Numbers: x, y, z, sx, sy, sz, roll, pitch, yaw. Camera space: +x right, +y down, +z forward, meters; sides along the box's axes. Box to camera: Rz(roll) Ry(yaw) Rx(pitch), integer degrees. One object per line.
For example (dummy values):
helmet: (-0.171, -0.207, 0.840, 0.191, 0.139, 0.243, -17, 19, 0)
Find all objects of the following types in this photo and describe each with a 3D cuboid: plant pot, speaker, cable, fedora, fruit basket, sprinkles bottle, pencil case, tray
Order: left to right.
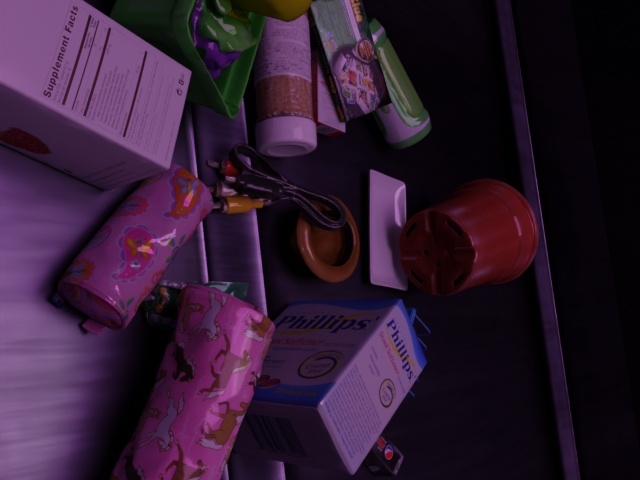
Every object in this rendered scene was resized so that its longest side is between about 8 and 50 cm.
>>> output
pencil case: (-0.281, 0.008, 1.075, 0.124, 0.124, 0.284, 51, 49, -28)
pencil case: (-0.199, 0.264, 1.024, 0.160, 0.167, 0.387, 22, 73, -10)
fruit basket: (-0.117, -0.417, 1.128, 0.283, 0.391, 0.392, 68, 30, -61)
cable: (-0.085, -0.094, 1.316, 0.287, 0.072, 0.140, 14, 59, -32)
sprinkles bottle: (-0.076, -0.350, 1.378, 0.121, 0.121, 0.356, 7, 77, -48)
fedora: (0.000, 0.000, 1.418, 0.194, 0.079, 0.195, 14, 71, -47)
speaker: (0.150, -0.368, 1.636, 0.297, 0.131, 0.131, 57, 45, -23)
tray: (0.152, -0.021, 1.633, 0.145, 0.030, 0.271, 14, 71, -45)
plant pot: (0.339, 0.004, 1.653, 0.265, 0.272, 0.273, -17, 95, -49)

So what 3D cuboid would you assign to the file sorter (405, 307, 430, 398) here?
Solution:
file sorter: (0.160, 0.250, 1.517, 0.104, 0.118, 0.170, 47, 50, -35)

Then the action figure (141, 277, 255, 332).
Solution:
action figure: (-0.215, 0.116, 1.168, 0.232, 0.063, 0.137, 19, 71, -41)

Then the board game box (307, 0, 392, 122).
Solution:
board game box: (0.062, -0.400, 1.494, 0.136, 0.030, 0.260, -26, 106, -26)

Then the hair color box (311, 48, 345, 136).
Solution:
hair color box: (0.006, -0.321, 1.518, 0.093, 0.053, 0.168, 13, 74, -47)

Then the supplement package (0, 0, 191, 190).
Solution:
supplement package: (-0.363, -0.217, 0.980, 0.292, 0.177, 0.176, 28, 62, -42)

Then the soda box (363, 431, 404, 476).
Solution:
soda box: (0.106, 0.428, 1.458, 0.169, 0.060, 0.053, 54, 46, -25)

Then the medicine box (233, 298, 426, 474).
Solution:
medicine box: (-0.003, 0.240, 1.215, 0.289, 0.263, 0.149, -45, 120, -44)
